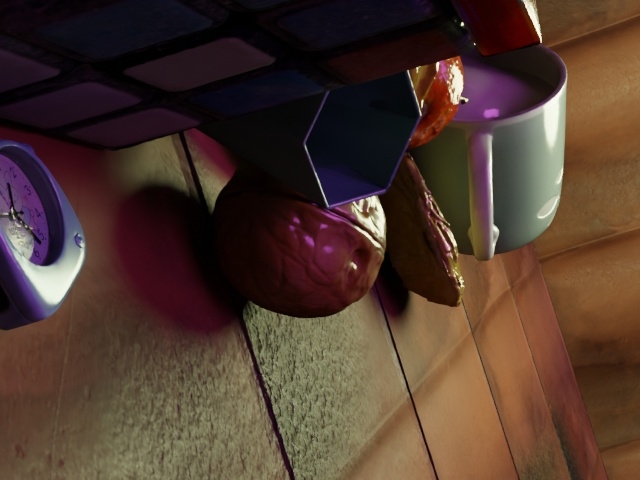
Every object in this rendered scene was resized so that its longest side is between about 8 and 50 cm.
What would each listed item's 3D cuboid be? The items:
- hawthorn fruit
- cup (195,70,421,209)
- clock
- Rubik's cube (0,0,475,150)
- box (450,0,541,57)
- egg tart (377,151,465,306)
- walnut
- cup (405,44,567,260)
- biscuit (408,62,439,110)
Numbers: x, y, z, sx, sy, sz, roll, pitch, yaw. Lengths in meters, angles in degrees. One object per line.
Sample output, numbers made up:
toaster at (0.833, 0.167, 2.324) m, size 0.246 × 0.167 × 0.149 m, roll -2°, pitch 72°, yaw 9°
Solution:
hawthorn fruit at (0.113, -0.210, 1.669) m, size 0.243 × 0.207 × 0.207 m, roll 9°, pitch 59°, yaw -32°
cup at (-0.041, -0.134, 1.129) m, size 0.148 × 0.236 × 0.134 m, roll -12°, pitch 119°, yaw -43°
clock at (-0.215, -0.022, 0.840) m, size 0.108 × 0.045 × 0.147 m, roll -76°, pitch 143°, yaw -60°
Rubik's cube at (-0.116, -0.281, 0.876) m, size 0.362 × 0.363 × 0.358 m, roll 12°, pitch 64°, yaw -74°
box at (0.103, -0.212, 0.840) m, size 0.175 × 0.048 × 0.112 m, roll 38°, pitch 44°, yaw -62°
egg tart at (0.132, -0.009, 1.795) m, size 0.232 × 0.098 × 0.252 m, roll -105°, pitch 174°, yaw -68°
walnut at (-0.021, -0.009, 1.229) m, size 0.207 × 0.167 × 0.167 m, roll 38°, pitch 39°, yaw -58°
cup at (0.246, -0.108, 1.904) m, size 0.356 × 0.259 × 0.274 m, roll -82°, pitch 167°, yaw -51°
biscuit at (0.035, -0.180, 1.390) m, size 0.102 × 0.296 × 0.296 m, roll 32°, pitch -2°, yaw 28°
